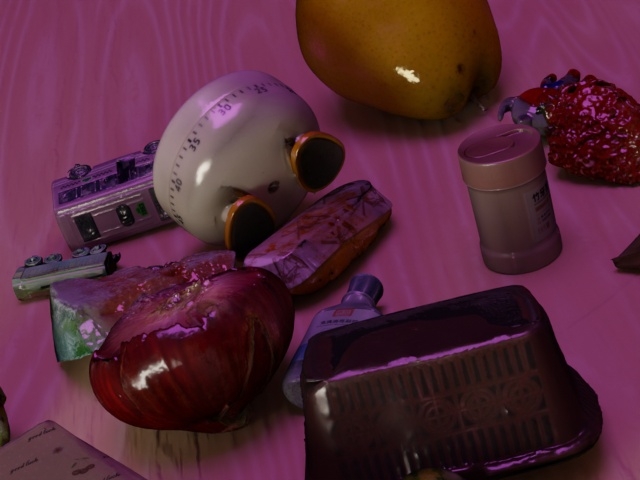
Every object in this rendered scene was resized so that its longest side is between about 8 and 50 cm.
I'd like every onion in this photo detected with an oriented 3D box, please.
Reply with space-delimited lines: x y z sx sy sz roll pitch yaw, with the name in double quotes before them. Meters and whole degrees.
"onion" -0.137 0.119 1.639 0.248 0.161 0.248 -8 20 3

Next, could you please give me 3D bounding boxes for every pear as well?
"pear" 0.110 -0.306 2.190 0.285 0.285 0.336 -14 68 5

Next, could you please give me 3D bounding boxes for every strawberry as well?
"strawberry" 0.352 -0.144 1.896 0.140 0.085 0.192 -11 41 3

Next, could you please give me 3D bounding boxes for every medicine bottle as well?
"medicine bottle" 0.026 0.109 1.676 0.090 0.054 0.208 -5 30 21

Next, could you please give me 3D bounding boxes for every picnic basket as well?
"picnic basket" 0.114 0.140 1.465 0.296 0.129 0.222 -13 16 5

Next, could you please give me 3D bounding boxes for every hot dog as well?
"hot dog" 0.000 0.000 1.876 0.131 0.069 0.252 -3 27 42

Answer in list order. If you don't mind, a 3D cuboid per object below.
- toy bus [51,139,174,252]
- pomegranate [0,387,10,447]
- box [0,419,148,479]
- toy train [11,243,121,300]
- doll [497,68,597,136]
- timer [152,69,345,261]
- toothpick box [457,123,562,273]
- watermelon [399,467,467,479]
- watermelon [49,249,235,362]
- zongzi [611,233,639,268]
"toy bus" -0.271 -0.061 2.097 0.198 0.096 0.108 -18 32 3
"pomegranate" -0.419 0.199 1.685 0.143 0.122 0.169 -40 25 20
"box" -0.215 0.323 1.287 0.225 0.190 0.297 -33 34 -29
"toy train" -0.339 0.041 2.014 0.148 0.038 0.071 -12 31 9
"doll" 0.311 -0.183 2.039 0.104 0.062 0.194 37 44 15
"timer" -0.119 -0.114 1.955 0.233 0.233 0.240 -32 52 -26
"toothpick box" 0.221 -0.048 1.750 0.098 0.149 0.098 -12 28 7
"watermelon" 0.101 0.256 1.334 0.109 0.109 0.109 -13 28 7
"watermelon" -0.204 0.072 1.812 0.241 0.094 0.154 -18 8 -22
"zongzi" 0.433 -0.095 1.622 0.274 0.251 0.125 -7 15 21
